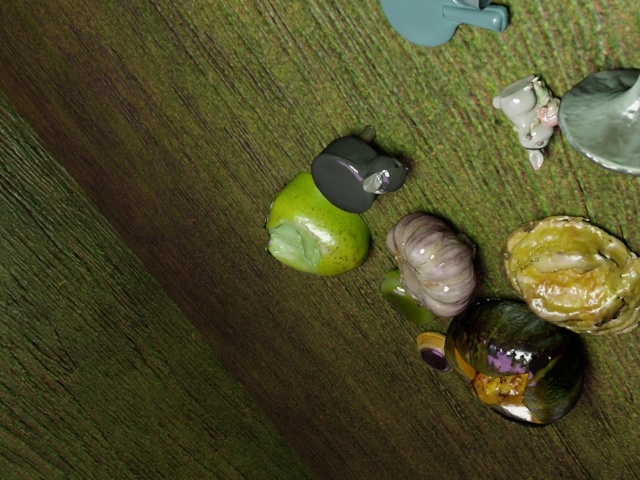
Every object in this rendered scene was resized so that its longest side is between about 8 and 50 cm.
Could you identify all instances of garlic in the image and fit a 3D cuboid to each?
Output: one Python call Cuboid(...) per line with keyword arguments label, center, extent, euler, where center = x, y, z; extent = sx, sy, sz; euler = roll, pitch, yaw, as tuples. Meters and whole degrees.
Cuboid(label="garlic", center=(0.253, 0.042, 1.456), extent=(0.245, 0.161, 0.245), euler=(53, 166, 19))

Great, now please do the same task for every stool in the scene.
Cuboid(label="stool", center=(0.093, -0.145, 1.414), extent=(0.228, 0.139, 0.153), euler=(22, 145, 30))

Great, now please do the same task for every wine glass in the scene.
Cuboid(label="wine glass", center=(0.416, -0.276, 0.763), extent=(0.267, 0.267, 0.406), euler=(30, 151, 22))

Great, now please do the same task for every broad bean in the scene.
Cuboid(label="broad bean", center=(0.226, 0.138, 1.686), extent=(0.174, 0.082, 0.124), euler=(41, 152, -16))

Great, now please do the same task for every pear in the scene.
Cuboid(label="pear", center=(0.000, 0.000, 1.696), extent=(0.293, 0.159, 0.292), euler=(27, 146, 20))

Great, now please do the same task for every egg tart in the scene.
Cuboid(label="egg tart", center=(0.473, 0.084, 1.279), extent=(0.297, 0.132, 0.297), euler=(25, 141, 22))

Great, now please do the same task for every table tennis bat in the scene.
Cuboid(label="table tennis bat", center=(0.196, -0.381, 1.097), extent=(0.244, 0.040, 0.152), euler=(25, 147, 35))

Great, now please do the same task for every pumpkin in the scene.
Cuboid(label="pumpkin", center=(0.424, 0.261, 1.473), extent=(0.321, 0.192, 0.320), euler=(30, 154, 17))

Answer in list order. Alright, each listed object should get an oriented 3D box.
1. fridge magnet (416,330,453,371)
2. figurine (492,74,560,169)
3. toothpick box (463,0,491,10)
Cuboid(label="fridge magnet", center=(0.319, 0.299, 1.785), extent=(0.143, 0.063, 0.143), euler=(27, 146, 20))
Cuboid(label="figurine", center=(0.358, -0.192, 1.098), extent=(0.146, 0.081, 0.098), euler=(53, 148, -16))
Cuboid(label="toothpick box", center=(0.192, -0.417, 0.990), extent=(0.153, 0.101, 0.101), euler=(32, 148, 17))
